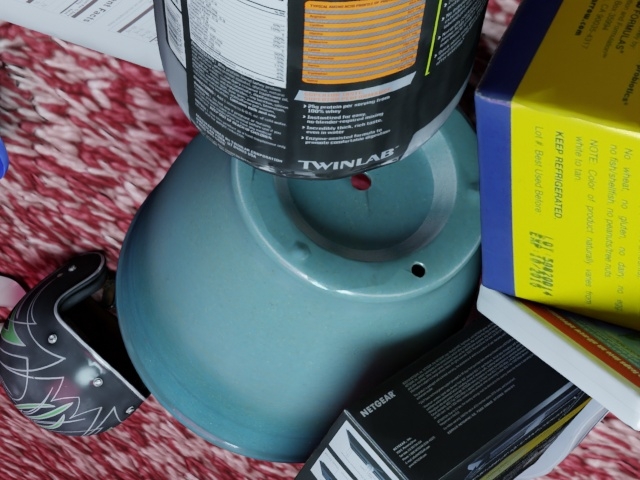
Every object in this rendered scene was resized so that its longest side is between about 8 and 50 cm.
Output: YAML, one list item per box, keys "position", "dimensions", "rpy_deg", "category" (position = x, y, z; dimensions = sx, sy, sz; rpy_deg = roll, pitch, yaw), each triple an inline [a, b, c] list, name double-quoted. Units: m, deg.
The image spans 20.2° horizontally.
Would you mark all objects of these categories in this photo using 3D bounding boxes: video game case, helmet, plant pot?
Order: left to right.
- position: [-0.234, 0.111, 1.745]
  dimensions: [0.169, 0.161, 0.169]
  rpy_deg: [19, 144, 14]
  category: "helmet"
- position: [0.000, 0.000, 1.309]
  dimensions: [0.272, 0.271, 0.255]
  rpy_deg: [30, 155, -1]
  category: "plant pot"
- position: [0.278, 0.073, 1.224]
  dimensions: [0.204, 0.285, 0.025]
  rpy_deg: [40, 124, 58]
  category: "video game case"

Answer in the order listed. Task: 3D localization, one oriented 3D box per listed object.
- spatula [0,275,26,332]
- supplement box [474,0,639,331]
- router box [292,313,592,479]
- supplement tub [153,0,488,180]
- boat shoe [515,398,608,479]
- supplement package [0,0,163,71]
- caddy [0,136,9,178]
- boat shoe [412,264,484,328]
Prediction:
- position: [-0.380, 0.091, 1.954]
  dimensions: [0.242, 0.019, 0.168]
  rpy_deg: [5, 140, 36]
  category: "spatula"
- position: [0.297, -0.050, 1.142]
  dimensions: [0.356, 0.195, 0.194]
  rpy_deg: [16, 144, 19]
  category: "supplement box"
- position: [0.098, 0.146, 1.333]
  dimensions: [0.081, 0.309, 0.243]
  rpy_deg: [48, 138, 15]
  category: "router box"
- position: [0.003, -0.186, 1.014]
  dimensions: [0.207, 0.207, 0.338]
  rpy_deg: [24, 159, 7]
  category: "supplement tub"
- position: [0.213, 0.123, 1.512]
  dimensions: [0.095, 0.084, 0.258]
  rpy_deg: [54, 143, 6]
  category: "boat shoe"
- position: [-0.173, -0.227, 1.219]
  dimensions: [0.244, 0.139, 0.134]
  rpy_deg: [17, 154, -33]
  category: "supplement package"
- position: [-0.432, -0.135, 1.565]
  dimensions: [0.341, 0.179, 0.241]
  rpy_deg: [39, 160, -15]
  category: "caddy"
- position: [0.084, 0.043, 1.532]
  dimensions: [0.184, 0.066, 0.063]
  rpy_deg: [36, 147, 7]
  category: "boat shoe"
